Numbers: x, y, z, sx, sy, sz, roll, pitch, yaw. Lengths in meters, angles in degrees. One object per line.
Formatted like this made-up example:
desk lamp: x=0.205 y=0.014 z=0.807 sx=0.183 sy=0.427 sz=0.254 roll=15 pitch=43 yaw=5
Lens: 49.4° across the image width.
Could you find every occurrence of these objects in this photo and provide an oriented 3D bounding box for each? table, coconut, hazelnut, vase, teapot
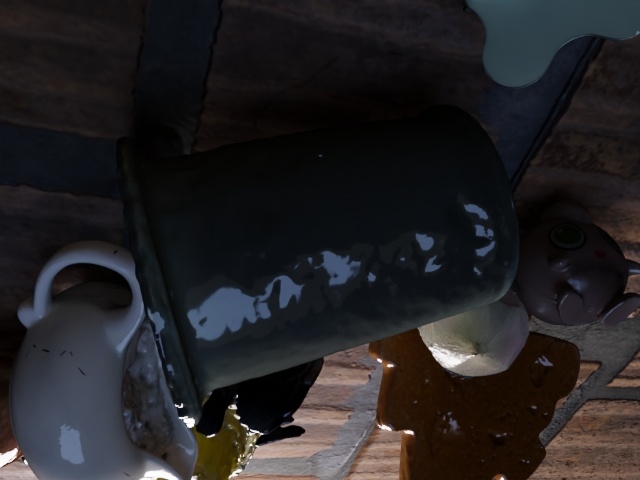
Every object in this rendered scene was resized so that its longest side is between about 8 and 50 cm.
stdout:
table: x=0.178 y=-0.213 z=0.467 sx=0.198 sy=0.167 sz=0.166 roll=-23 pitch=135 yaw=21
coconut: x=0.151 y=0.083 z=0.691 sx=0.110 sy=0.124 sz=0.110 roll=4 pitch=110 yaw=11
hazelnut: x=-0.339 y=0.166 z=0.720 sx=0.143 sy=0.154 sz=0.143 roll=2 pitch=105 yaw=7
vase: x=0.000 y=0.000 z=0.581 sx=0.291 sy=0.245 sz=0.245 roll=-14 pitch=136 yaw=-7
teapot: x=-0.207 y=0.132 z=0.673 sx=0.165 sy=0.208 sz=0.300 roll=11 pitch=127 yaw=9

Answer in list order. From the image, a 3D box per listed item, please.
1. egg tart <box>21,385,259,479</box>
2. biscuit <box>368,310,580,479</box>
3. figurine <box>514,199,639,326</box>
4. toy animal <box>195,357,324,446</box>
egg tart: x=-0.224 y=0.289 z=0.893 sx=0.314 sy=0.120 sz=0.315 roll=-7 pitch=136 yaw=-7
biscuit: x=0.157 y=0.140 z=0.786 sx=0.283 sy=0.043 sz=0.306 roll=-34 pitch=99 yaw=-19
figurine: x=0.259 y=0.028 z=0.730 sx=0.125 sy=0.138 sz=0.125 roll=-5 pitch=130 yaw=-6
toy animal: x=-0.059 y=0.129 z=0.753 sx=0.116 sy=0.218 sz=0.180 roll=14 pitch=89 yaw=-9
